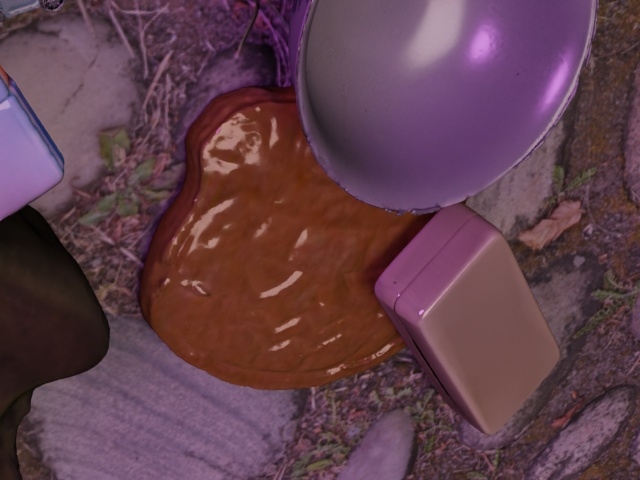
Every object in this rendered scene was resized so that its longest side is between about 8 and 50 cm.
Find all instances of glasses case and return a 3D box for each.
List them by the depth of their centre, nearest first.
[{"bbox_3d":[0.171,0.094,1.955,0.144,0.076,0.336,-47,147,-10],"label":"glasses case"}]

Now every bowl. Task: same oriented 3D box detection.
[{"bbox_3d":[0.086,-0.213,1.674,0.345,0.157,0.345,-16,123,-27],"label":"bowl"}]

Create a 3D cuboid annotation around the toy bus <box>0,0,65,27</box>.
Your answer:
[{"bbox_3d":[-0.264,-0.233,1.496,0.123,0.060,0.075,-22,126,-18],"label":"toy bus"}]

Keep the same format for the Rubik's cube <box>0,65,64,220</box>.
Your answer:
[{"bbox_3d":[-0.416,-0.128,1.301,0.291,0.292,0.290,-35,134,-9],"label":"Rubik's cube"}]

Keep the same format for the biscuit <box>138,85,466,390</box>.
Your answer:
[{"bbox_3d":[0.001,0.001,1.839,0.385,0.062,0.365,2,118,-35],"label":"biscuit"}]

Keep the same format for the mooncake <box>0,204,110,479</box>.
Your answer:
[{"bbox_3d":[-0.378,0.105,1.565,0.351,0.187,0.351,-20,133,-23],"label":"mooncake"}]
